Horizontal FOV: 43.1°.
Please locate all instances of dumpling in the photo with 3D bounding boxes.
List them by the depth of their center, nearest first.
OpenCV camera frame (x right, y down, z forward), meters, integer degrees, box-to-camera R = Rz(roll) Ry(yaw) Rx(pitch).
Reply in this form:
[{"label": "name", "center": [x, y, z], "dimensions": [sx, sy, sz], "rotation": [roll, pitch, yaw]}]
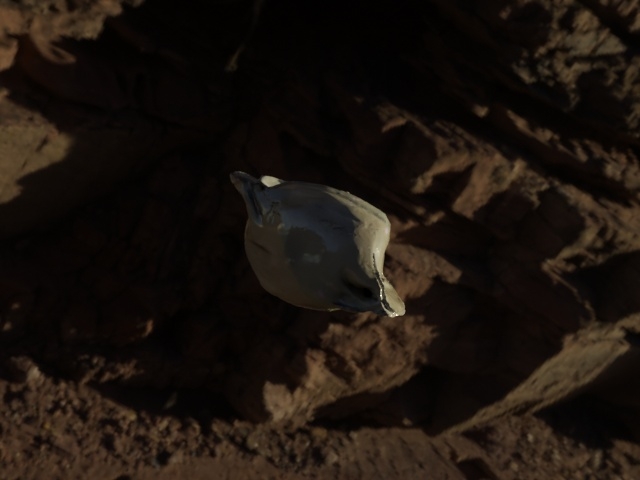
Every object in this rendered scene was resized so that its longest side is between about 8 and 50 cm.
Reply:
[{"label": "dumpling", "center": [0.000, 0.000, 0.751], "dimensions": [0.199, 0.118, 0.136], "rotation": [43, 18, 0]}]
